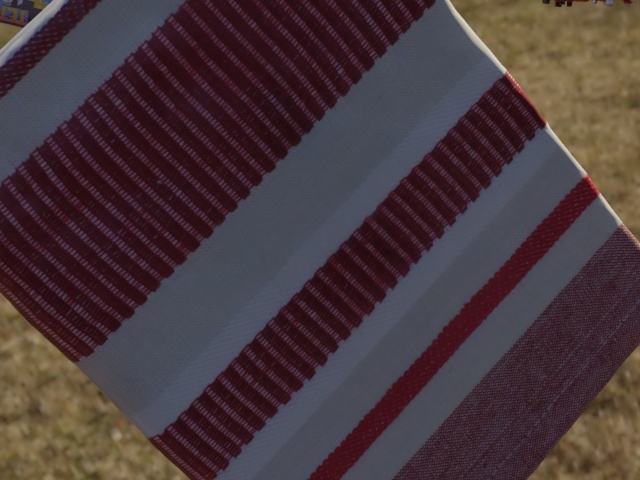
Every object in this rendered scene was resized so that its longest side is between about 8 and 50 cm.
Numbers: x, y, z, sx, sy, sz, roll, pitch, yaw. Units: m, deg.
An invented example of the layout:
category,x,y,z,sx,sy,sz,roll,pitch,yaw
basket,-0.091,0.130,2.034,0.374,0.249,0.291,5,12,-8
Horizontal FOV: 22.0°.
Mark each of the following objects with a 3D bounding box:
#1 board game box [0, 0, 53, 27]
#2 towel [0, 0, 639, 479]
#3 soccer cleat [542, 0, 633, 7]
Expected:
category,x,y,z,sx,sy,sz,roll,pitch,yaw
board game box,-0.267,-0.242,1.380,0.170,0.048,0.141,14,43,-4
towel,0.000,0.000,0.746,0.237,0.329,0.037,-47,25,-12
soccer cleat,0.178,-0.169,1.062,0.083,0.035,0.029,7,4,41
